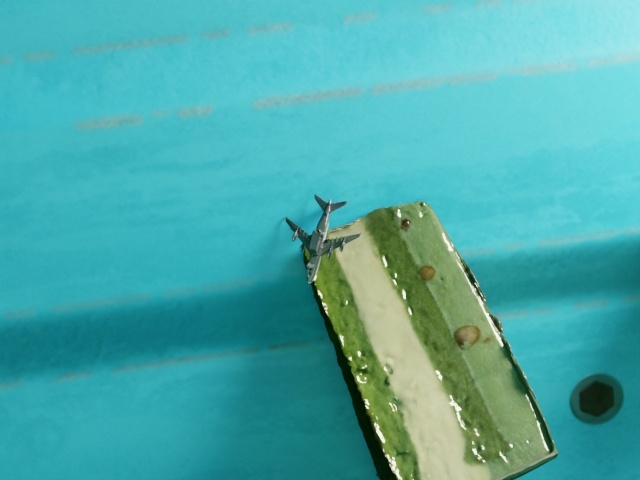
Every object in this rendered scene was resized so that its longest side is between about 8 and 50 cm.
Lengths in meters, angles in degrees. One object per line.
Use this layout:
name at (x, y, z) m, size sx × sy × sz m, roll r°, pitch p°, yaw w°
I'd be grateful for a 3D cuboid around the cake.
cake at (0.093, 0.122, 1.646) m, size 0.158 × 0.172 × 0.283 m, roll -22°, pitch 74°, yaw -6°

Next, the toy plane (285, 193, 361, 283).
toy plane at (-0.001, -0.002, 1.595) m, size 0.078 × 0.024 × 0.084 m, roll 12°, pitch 76°, yaw 24°
